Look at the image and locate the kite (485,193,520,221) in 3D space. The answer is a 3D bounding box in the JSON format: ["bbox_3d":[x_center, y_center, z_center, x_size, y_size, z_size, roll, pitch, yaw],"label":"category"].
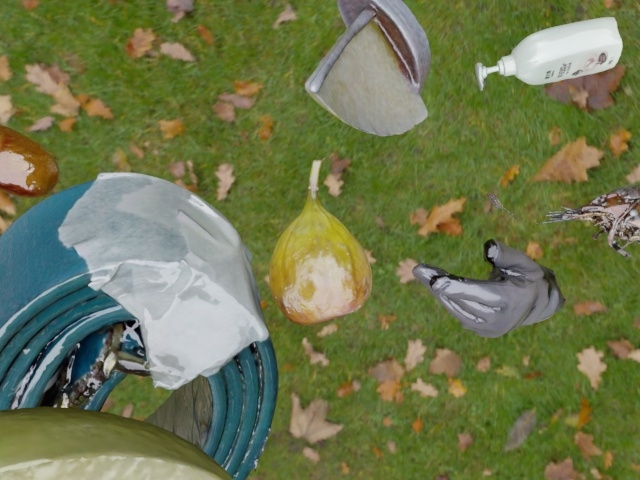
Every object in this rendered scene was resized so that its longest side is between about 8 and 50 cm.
[{"bbox_3d":[0.322,-0.057,1.555,0.002,0.044,0.078,-43,88,-10],"label":"kite"}]

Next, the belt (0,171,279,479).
[{"bbox_3d":[-0.207,0.149,0.879,0.300,0.173,0.437,9,126,-25],"label":"belt"}]

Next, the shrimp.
[{"bbox_3d":[0.602,-0.040,1.735,0.342,0.116,0.145,-1,91,-5],"label":"shrimp"}]

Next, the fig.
[{"bbox_3d":[0.000,0.000,1.335,0.159,0.159,0.257,-2,83,13],"label":"fig"}]

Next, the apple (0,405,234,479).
[{"bbox_3d":[-0.196,0.245,0.546,0.233,0.295,0.258,-1,144,35],"label":"apple"}]

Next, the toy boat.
[{"bbox_3d":[0.089,-0.293,1.502,0.111,0.294,0.276,-8,147,44],"label":"toy boat"}]

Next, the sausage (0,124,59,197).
[{"bbox_3d":[-0.486,-0.111,1.130,0.302,0.076,0.103,3,110,6],"label":"sausage"}]

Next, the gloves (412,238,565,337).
[{"bbox_3d":[0.239,0.061,1.167,0.285,0.119,0.142,8,119,-39],"label":"gloves"}]

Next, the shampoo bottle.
[{"bbox_3d":[0.239,-0.196,0.935,0.151,0.077,0.045,-10,72,1],"label":"shampoo bottle"}]
